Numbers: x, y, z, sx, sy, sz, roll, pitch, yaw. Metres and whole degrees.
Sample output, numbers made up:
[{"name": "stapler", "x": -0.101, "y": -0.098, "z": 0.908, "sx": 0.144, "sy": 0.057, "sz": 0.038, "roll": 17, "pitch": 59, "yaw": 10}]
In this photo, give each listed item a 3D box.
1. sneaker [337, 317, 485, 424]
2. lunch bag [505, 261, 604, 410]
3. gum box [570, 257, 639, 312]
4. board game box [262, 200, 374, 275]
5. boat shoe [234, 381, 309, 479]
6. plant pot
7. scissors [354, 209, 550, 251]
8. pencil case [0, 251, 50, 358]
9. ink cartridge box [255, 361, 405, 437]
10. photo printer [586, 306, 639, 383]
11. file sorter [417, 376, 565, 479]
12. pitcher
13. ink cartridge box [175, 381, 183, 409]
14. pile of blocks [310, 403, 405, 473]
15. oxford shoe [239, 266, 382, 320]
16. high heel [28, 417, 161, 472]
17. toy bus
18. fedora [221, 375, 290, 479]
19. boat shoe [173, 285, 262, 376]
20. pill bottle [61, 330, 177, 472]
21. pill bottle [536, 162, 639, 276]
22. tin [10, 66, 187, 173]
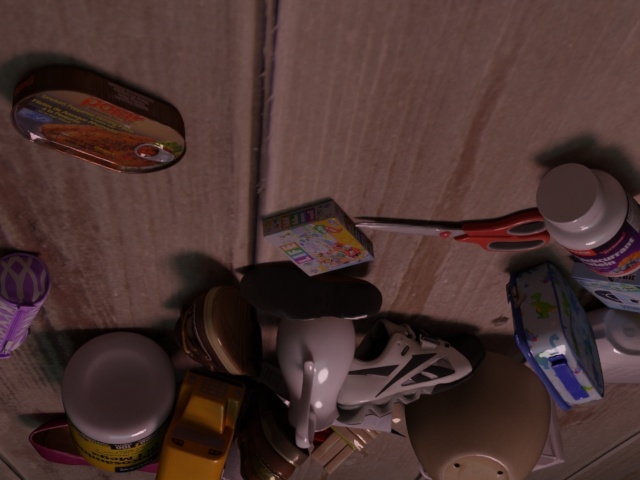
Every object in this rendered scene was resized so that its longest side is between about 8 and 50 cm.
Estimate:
[{"name": "sneaker", "x": 0.159, "y": 0.197, "z": 1.571, "sx": 0.330, "sy": 0.146, "sz": 0.122, "roll": -17, "pitch": -170, "yaw": -34}, {"name": "lunch bag", "x": 0.375, "y": 0.155, "z": 1.420, "sx": 0.090, "sy": 0.176, "sz": 0.219, "roll": -22, "pitch": 133, "yaw": 23}, {"name": "gum box", "x": 0.503, "y": 0.076, "z": 1.410, "sx": 0.156, "sy": 0.041, "sz": 0.184, "roll": 8, "pitch": 166, "yaw": 38}, {"name": "board game box", "x": 0.000, "y": 0.000, "z": 1.231, "sx": 0.103, "sy": 0.026, "sz": 0.154, "roll": -15, "pitch": 153, "yaw": 19}, {"name": "boat shoe", "x": -0.098, "y": 0.325, "z": 1.498, "sx": 0.104, "sy": 0.110, "sz": 0.307, "roll": -46, "pitch": -175, "yaw": 0}, {"name": "plant pot", "x": 0.292, "y": 0.377, "z": 1.682, "sx": 0.284, "sy": 0.191, "sz": 0.284, "roll": 5, "pitch": 124, "yaw": 8}, {"name": "scissors", "x": 0.190, "y": -0.006, "z": 1.267, "sx": 0.297, "sy": 0.021, "sz": 0.109, "roll": -4, "pitch": 156, "yaw": -7}, {"name": "pencil case", "x": -0.438, "y": 0.094, "z": 1.258, "sx": 0.086, "sy": 0.088, "sz": 0.206, "roll": 5, "pitch": 151, "yaw": -25}, {"name": "ink cartridge box", "x": 0.025, "y": 0.299, "z": 1.692, "sx": 0.224, "sy": 0.045, "sz": 0.223, "roll": 20, "pitch": 180, "yaw": -42}, {"name": "photo printer", "x": 0.560, "y": 0.196, "z": 1.644, "sx": 0.307, "sy": 0.107, "sz": 0.256, "roll": 4, "pitch": 159, "yaw": -19}, {"name": "file sorter", "x": 0.362, "y": 0.416, "z": 1.974, "sx": 0.173, "sy": 0.193, "sz": 0.277, "roll": 17, "pitch": 146, "yaw": -33}, {"name": "pitcher", "x": -0.012, "y": 0.203, "z": 1.398, "sx": 0.125, "sy": 0.207, "sz": 0.178, "roll": 4, "pitch": -165, "yaw": 4}, {"name": "ink cartridge box", "x": -0.213, "y": 0.397, "z": 1.768, "sx": 0.160, "sy": 0.220, "sz": 0.092, "roll": 19, "pitch": 146, "yaw": -40}, {"name": "pile of blocks", "x": 0.086, "y": 0.365, "z": 1.934, "sx": 0.112, "sy": 0.149, "sz": 0.362, "roll": 43, "pitch": 131, "yaw": 0}, {"name": "oxford shoe", "x": -0.018, "y": 0.079, "z": 1.348, "sx": 0.212, "sy": 0.076, "sz": 0.076, "roll": 9, "pitch": -170, "yaw": -9}, {"name": "high heel", "x": -0.413, "y": 0.428, "z": 1.883, "sx": 0.377, "sy": 0.127, "sz": 0.181, "roll": -7, "pitch": 165, "yaw": 9}, {"name": "toy bus", "x": -0.215, "y": 0.374, "z": 1.510, "sx": 0.108, "sy": 0.130, "sz": 0.333, "roll": 18, "pitch": 126, "yaw": 0}, {"name": "fedora", "x": -0.131, "y": 0.371, "z": 1.691, "sx": 0.124, "sy": 0.244, "sz": 0.275, "roll": -25, "pitch": 175, "yaw": 41}, {"name": "boat shoe", "x": -0.170, "y": 0.151, "z": 1.397, "sx": 0.123, "sy": 0.123, "sz": 0.342, "roll": -1, "pitch": 165, "yaw": 4}, {"name": "pill bottle", "x": -0.352, "y": 0.303, "z": 1.585, "sx": 0.187, "sy": 0.188, "sz": 0.334, "roll": -1, "pitch": 153, "yaw": -11}, {"name": "pill bottle", "x": 0.355, "y": -0.028, "z": 1.159, "sx": 0.108, "sy": 0.108, "sz": 0.193, "roll": -22, "pitch": 149, "yaw": 30}, {"name": "tin", "x": -0.225, "y": -0.122, "z": 0.926, "sx": 0.106, "sy": 0.040, "sz": 0.189, "roll": -23, "pitch": 149, "yaw": 39}]
